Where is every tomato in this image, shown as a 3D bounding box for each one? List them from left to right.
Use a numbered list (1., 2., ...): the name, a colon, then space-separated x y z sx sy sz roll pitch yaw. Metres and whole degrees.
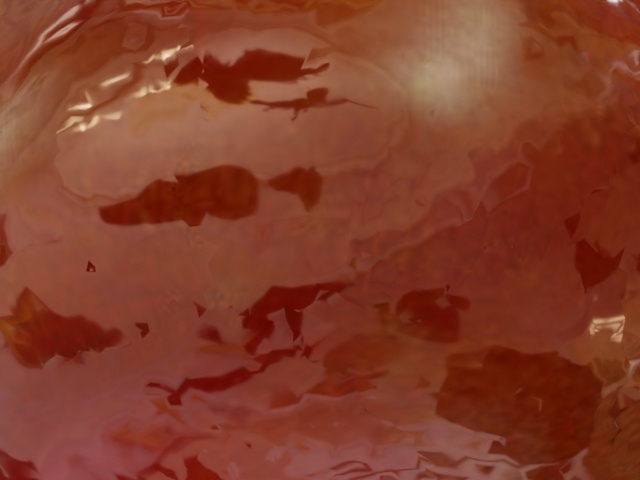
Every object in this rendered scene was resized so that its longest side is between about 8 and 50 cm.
1. tomato: 0.000 0.000 0.515 0.325 0.289 0.293 -9 38 23
